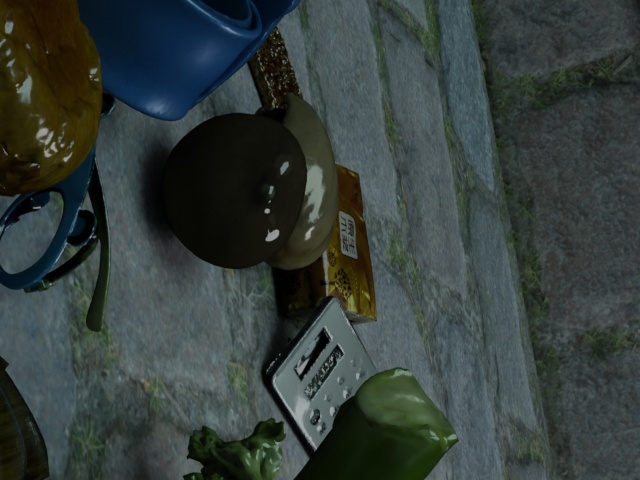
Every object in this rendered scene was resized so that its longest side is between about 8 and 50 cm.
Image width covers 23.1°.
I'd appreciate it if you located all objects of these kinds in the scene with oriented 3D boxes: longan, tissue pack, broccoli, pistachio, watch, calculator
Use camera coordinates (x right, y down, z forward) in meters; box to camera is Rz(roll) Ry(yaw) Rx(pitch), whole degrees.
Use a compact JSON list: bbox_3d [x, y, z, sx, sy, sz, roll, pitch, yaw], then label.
[{"bbox_3d":[-0.100,-0.058,1.806,0.189,0.189,0.189,-14,90,-71],"label":"longan"},{"bbox_3d":[0.000,0.000,2.162,0.183,0.092,0.226,24,58,-65],"label":"tissue pack"},{"bbox_3d":[-0.043,0.312,1.418,0.275,0.397,0.353,11,69,-42],"label":"broccoli"},{"bbox_3d":[-0.043,-0.077,2.016,0.153,0.138,0.237,21,57,-54],"label":"pistachio"},{"bbox_3d":[-0.197,-0.281,1.595,0.305,0.241,0.274,46,18,6],"label":"watch"},{"bbox_3d":[0.021,0.209,2.078,0.161,0.021,0.261,-52,133,-27],"label":"calculator"}]

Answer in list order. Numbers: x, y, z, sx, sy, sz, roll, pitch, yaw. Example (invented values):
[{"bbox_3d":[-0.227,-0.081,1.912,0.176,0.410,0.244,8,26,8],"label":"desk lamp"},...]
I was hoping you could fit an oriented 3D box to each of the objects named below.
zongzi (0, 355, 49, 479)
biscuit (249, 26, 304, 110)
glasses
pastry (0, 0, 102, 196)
[{"bbox_3d":[-0.287,0.117,1.262,0.242,0.112,0.221,-29,104,-78],"label":"zongzi"},{"bbox_3d":[-0.070,-0.254,2.236,0.131,0.025,0.230,-59,132,-63],"label":"biscuit"},{"bbox_3d":[-0.255,-0.014,1.511,0.207,0.102,0.239,97,-4,-49],"label":"glasses"},{"bbox_3d":[-0.301,-0.196,1.321,0.356,0.164,0.356,-20,90,-75],"label":"pastry"}]
